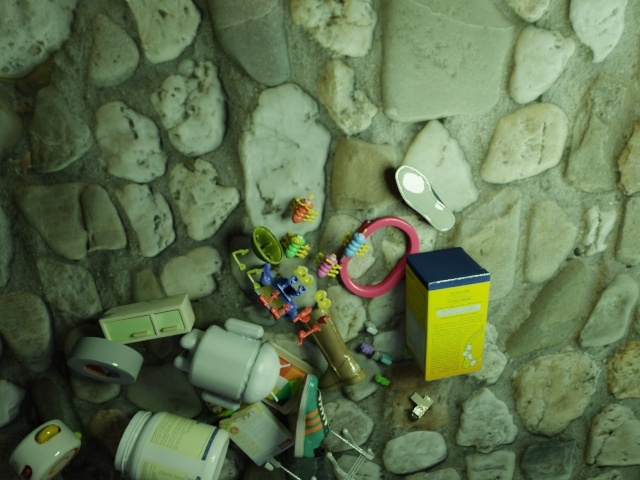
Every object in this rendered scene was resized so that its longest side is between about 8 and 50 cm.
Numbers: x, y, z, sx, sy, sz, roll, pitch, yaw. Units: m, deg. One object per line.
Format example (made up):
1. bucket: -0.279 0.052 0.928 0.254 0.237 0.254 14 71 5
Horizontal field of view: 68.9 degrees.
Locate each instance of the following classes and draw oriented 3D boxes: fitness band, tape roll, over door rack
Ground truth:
1. fitness band: 0.185 0.052 1.498 0.209 0.054 0.291 33 106 -16
2. tape roll: -0.694 0.392 1.509 0.219 0.072 0.219 6 143 5
3. over door rack: -0.001 0.786 1.706 0.324 0.108 0.240 33 91 -5

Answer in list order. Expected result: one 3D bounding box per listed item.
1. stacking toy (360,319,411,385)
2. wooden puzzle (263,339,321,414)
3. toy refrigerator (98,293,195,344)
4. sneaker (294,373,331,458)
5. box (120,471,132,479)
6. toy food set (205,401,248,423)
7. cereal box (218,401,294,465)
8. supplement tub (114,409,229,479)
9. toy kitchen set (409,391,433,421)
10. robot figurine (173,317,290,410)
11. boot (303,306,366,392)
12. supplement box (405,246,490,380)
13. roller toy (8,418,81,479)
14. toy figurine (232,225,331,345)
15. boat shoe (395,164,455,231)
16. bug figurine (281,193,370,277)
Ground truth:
1. stacking toy: 0.196 0.393 1.625 0.221 0.052 0.167 32 107 -15
2. wooden puzzle: -0.151 0.490 1.643 0.238 0.044 0.221 37 105 -14
3. toy refrigerator: -0.559 0.259 1.513 0.269 0.094 0.102 -10 110 0
4. sneaker: -0.020 0.599 1.592 0.121 0.108 0.302 5 101 -4
5. box: -0.687 0.820 1.740 0.105 0.043 0.179 7 107 -6
6. toy food set: -0.346 0.554 1.634 0.132 0.038 0.192 -24 95 9
7. cereal box: -0.232 0.703 1.715 0.173 0.047 0.240 -34 108 9
8. supplement tub: -0.501 0.728 1.599 0.324 0.235 0.236 16 109 2
9. toy kitchen set: 0.358 0.607 1.722 0.083 0.075 0.068 -40 68 -22
10. robot figurine: -0.282 0.398 1.504 0.353 0.200 0.300 20 101 2
11. boot: 0.013 0.362 1.567 0.236 0.089 0.270 -34 87 43
12. supplement box: 0.389 0.228 1.469 0.195 0.194 0.357 -8 115 -8
13. roller toy: -0.948 0.723 1.602 0.146 0.209 0.191 39 71 8
14. toy figurine: -0.164 0.156 1.448 0.363 0.191 0.217 52 142 -10
15. boat shoe: 0.312 -0.133 1.419 0.254 0.079 0.095 39 101 -17
16. bug figurine: 0.000 0.000 1.422 0.279 0.072 0.216 32 112 3
